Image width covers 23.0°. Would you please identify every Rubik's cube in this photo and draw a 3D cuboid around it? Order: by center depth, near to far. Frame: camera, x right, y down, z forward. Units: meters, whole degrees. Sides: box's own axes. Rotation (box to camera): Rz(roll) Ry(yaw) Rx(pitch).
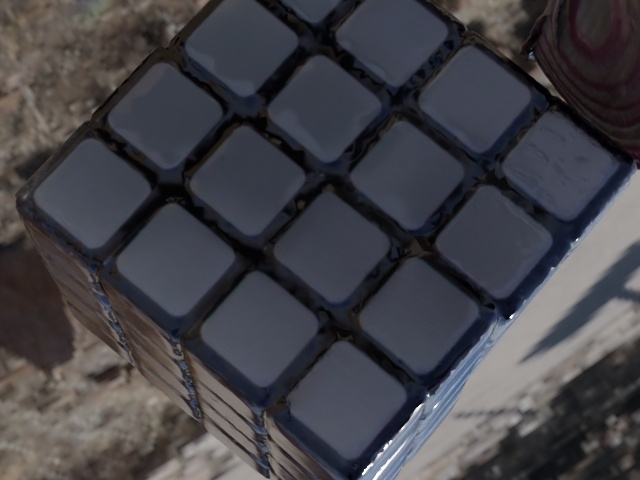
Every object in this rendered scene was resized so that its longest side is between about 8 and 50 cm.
[{"bbox_3d":[0.000,0.000,1.303,0.337,0.344,0.344,-49,172,-15],"label":"Rubik's cube"}]

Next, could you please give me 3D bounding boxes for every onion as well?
[{"bbox_3d":[0.305,-0.164,1.228,0.256,0.230,0.272,-42,158,-15],"label":"onion"}]
